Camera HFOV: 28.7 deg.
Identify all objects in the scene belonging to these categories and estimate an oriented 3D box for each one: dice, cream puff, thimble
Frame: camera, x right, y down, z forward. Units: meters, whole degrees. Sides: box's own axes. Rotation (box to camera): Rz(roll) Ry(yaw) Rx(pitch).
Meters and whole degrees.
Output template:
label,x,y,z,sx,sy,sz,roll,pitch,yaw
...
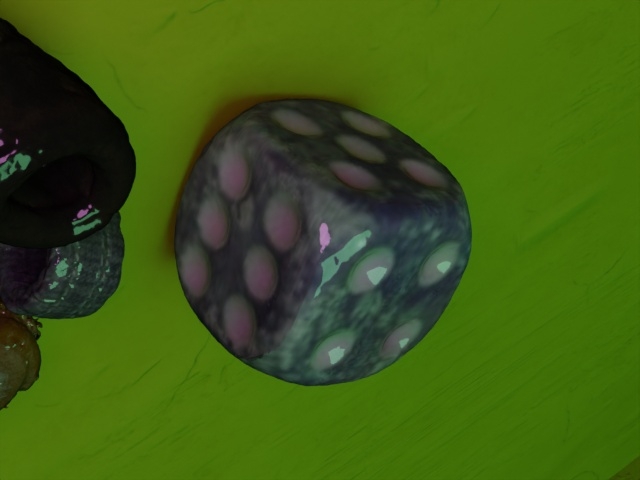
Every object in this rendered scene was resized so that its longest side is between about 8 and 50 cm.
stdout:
label,x,y,z,sx,sy,sz,roll,pitch,yaw
dice,0.000,0.000,1.547,0.271,0.270,0.270,-4,128,-43
cream puff,-0.392,0.124,1.407,0.165,0.115,0.150,-22,136,-3
thimble,-0.291,0.010,1.374,0.098,0.150,0.150,6,121,-46

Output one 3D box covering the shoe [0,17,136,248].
label,x,y,z,sx,sy,sz,roll,pitch,yaw
shoe,-0.327,-0.125,1.114,0.171,0.237,0.384,-48,146,4
